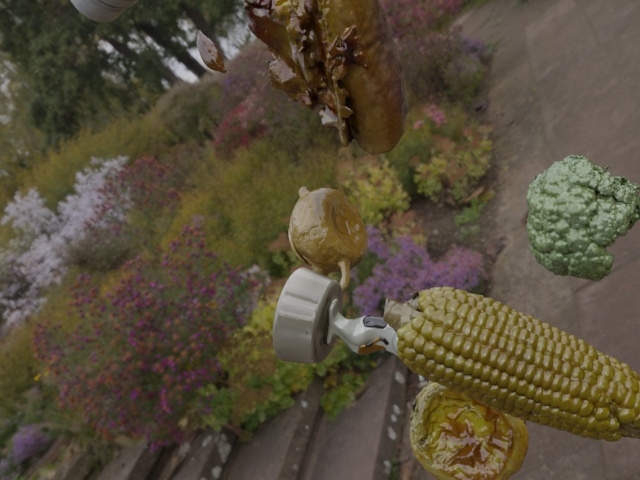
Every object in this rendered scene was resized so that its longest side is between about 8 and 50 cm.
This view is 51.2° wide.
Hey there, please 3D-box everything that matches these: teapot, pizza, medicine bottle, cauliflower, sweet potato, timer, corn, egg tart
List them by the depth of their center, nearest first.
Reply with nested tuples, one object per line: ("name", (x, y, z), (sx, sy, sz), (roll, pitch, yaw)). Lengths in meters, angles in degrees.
("pizza", (-0.026, -0.201, 0.531), (0.085, 0.306, 0.161), (-34, 8, -15))
("corn", (0.222, 0.139, 0.767), (0.119, 0.321, 0.119), (21, -90, -84))
("sweet potato", (-0.193, -0.324, 1.156), (0.034, 0.095, 0.034), (-29, -16, -9))
("timer", (0.068, 0.159, 1.189), (0.175, 0.265, 0.175), (11, -90, -72))
("egg tart", (0.290, 0.369, 1.317), (0.241, 0.241, 0.106), (-42, -10, 19))
("medicine bottle", (-0.403, -0.552, 1.343), (0.252, 0.144, 0.144), (-22, 25, 43))
("cauliflower", (0.570, -0.057, 1.418), (0.250, 0.273, 0.275), (-12, 21, -17))
("teapot", (0.000, 0.000, 1.573), (0.167, 0.203, 0.311), (-29, 59, 32))
